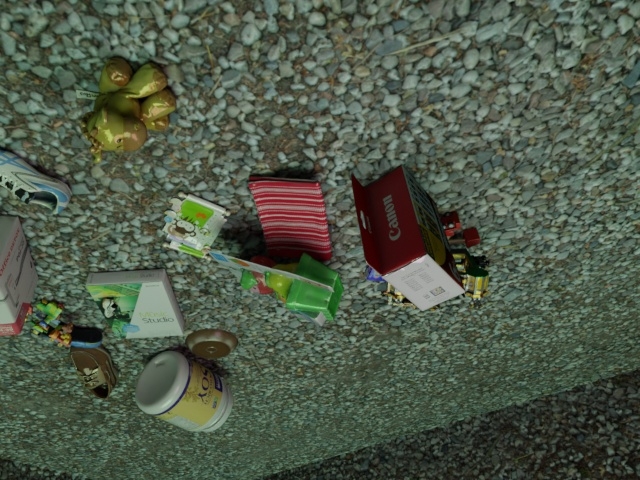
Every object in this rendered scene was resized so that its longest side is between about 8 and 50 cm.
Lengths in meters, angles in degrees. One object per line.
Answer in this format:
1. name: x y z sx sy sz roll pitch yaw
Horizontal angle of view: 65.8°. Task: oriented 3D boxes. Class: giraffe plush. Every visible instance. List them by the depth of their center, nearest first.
1. giraffe plush: -0.412 -0.253 1.014 0.210 0.170 0.181 -7 140 1

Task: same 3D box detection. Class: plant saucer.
1. plant saucer: -0.412 0.400 1.871 0.198 0.036 0.198 -4 140 -3

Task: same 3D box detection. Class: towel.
1. towel: -0.077 -0.052 1.330 0.199 0.031 0.275 5 135 15

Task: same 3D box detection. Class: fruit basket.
1. fruit basket: -0.119 0.130 1.412 0.353 0.165 0.327 9 163 10

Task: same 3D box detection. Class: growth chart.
1. growth chart: -0.356 -0.037 1.385 0.172 0.021 0.237 15 134 -22

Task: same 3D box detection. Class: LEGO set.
1. LEGO set: 0.326 0.147 1.460 0.331 0.255 0.192 -4 113 -6

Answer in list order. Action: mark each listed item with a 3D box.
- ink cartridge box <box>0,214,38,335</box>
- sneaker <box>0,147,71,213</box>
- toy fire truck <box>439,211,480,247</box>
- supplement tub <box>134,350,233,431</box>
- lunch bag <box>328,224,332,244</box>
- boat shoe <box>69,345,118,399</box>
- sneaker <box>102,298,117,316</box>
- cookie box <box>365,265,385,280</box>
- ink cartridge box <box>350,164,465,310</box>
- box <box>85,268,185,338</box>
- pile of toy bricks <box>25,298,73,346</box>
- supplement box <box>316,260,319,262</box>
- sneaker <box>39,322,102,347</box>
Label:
1. ink cartridge box: -0.872 0.095 1.329 0.117 0.207 0.283 4 138 -13
2. sneaker: -0.716 -0.142 1.171 0.237 0.086 0.085 29 130 -32
3. toy fire truck: 0.372 -0.021 1.474 0.192 0.047 0.135 -14 140 10
4. supplement tub: -0.521 0.598 1.929 0.241 0.241 0.331 -23 137 19
5. lunch bag: 0.000 0.000 1.433 0.053 0.071 0.083 21 133 -18
6. boat shoe: -0.850 0.497 1.866 0.123 0.116 0.324 -7 139 1
7. sneaker: -0.653 0.213 1.543 0.037 0.032 0.083 2 139 -7
8. cookie box: 0.209 0.089 1.584 0.107 0.040 0.092 7 136 -14
9. ink cartridge box: 0.214 -0.025 1.248 0.130 0.309 0.272 -30 134 25
10. box: -0.592 0.214 1.617 0.232 0.058 0.322 -3 138 -3
11. pile of toy bricks: -0.877 0.242 1.598 0.212 0.118 0.105 40 95 -21
12. supplement box: -0.033 0.085 1.548 0.055 0.043 0.083 -1 140 -6
13. sneaker: -0.870 0.337 1.717 0.209 0.069 0.082 18 138 -25
